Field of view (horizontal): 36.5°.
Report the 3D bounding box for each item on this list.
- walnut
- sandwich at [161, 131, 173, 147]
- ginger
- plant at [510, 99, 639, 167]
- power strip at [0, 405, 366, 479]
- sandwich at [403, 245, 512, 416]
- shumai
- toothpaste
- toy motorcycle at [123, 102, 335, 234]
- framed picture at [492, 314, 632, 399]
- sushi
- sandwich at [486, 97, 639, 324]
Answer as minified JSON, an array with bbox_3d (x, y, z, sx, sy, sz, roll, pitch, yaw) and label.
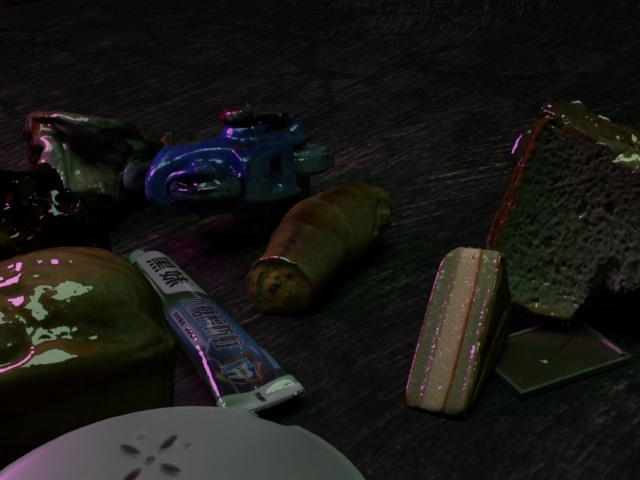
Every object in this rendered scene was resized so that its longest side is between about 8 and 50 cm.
[{"bbox_3d":[-0.277,0.127,0.952,0.282,0.227,0.283,-12,-9,-2],"label":"walnut"},{"bbox_3d":[-0.277,-0.149,1.705,0.083,0.044,0.031,-42,11,22],"label":"sandwich"},{"bbox_3d":[0.000,0.000,1.301,0.109,0.116,0.263,-36,6,44],"label":"ginger"},{"bbox_3d":[0.376,-0.053,1.248,0.276,0.199,0.188,18,30,24],"label":"plant"},{"bbox_3d":[-0.119,0.286,0.688,0.357,0.161,0.357,-4,28,2],"label":"power strip"},{"bbox_3d":[0.147,0.096,1.061,0.079,0.113,0.163,7,33,29],"label":"sandwich"},{"bbox_3d":[-0.368,-0.084,1.520,0.222,0.204,0.272,1,-5,27],"label":"shumai"},{"bbox_3d":[-0.154,0.097,1.173,0.098,0.061,0.392,-16,31,-27],"label":"toothpaste"},{"bbox_3d":[-0.139,-0.087,1.446,0.241,0.182,0.319,-28,-6,42],"label":"toy motorcycle"},{"bbox_3d":[0.261,0.130,1.106,0.149,0.011,0.109,-14,29,-19],"label":"framed picture"},{"bbox_3d":[-0.383,0.016,1.202,0.227,0.212,0.215,-10,28,-9],"label":"sushi"},{"bbox_3d":[0.346,-0.007,1.115,0.288,0.254,0.099,20,23,15],"label":"sandwich"}]
